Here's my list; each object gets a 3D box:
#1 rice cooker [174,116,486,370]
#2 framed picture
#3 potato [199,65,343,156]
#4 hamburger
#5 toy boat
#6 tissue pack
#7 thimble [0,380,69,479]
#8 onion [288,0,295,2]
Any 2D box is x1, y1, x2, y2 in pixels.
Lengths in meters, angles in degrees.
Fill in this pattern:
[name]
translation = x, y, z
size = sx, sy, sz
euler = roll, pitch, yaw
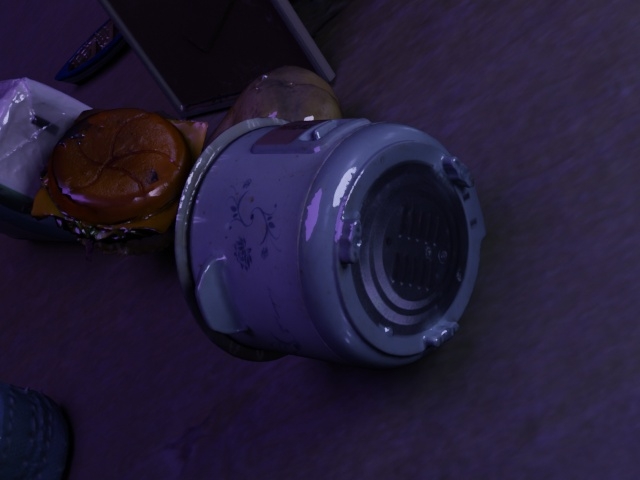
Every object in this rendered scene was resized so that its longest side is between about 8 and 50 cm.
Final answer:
[rice cooker]
translation = 0.000, 0.000, 1.162
size = 0.316, 0.264, 0.317
euler = -17, 21, 7
[framed picture]
translation = -0.159, -0.293, 1.543
size = 0.335, 0.247, 0.022
euler = -6, 37, 47
[potato]
translation = -0.075, -0.091, 1.392
size = 0.296, 0.141, 0.192
euler = -44, 32, 33
[hamburger]
translation = -0.275, -0.077, 1.553
size = 0.261, 0.139, 0.243
euler = 14, 54, 11
[toy boat]
translation = -0.388, -0.342, 1.981
size = 0.229, 0.046, 0.080
euler = -36, 45, 30
[tissue pack]
translation = -0.471, -0.117, 1.757
size = 0.356, 0.266, 0.194
euler = 1, 68, 50
[thimble]
translation = -0.467, 0.312, 1.590
size = 0.198, 0.143, 0.235
euler = 17, 79, 51
[onion]
translation = -0.098, -0.515, 1.554
size = 0.358, 0.345, 0.358
euler = -27, 25, 14
